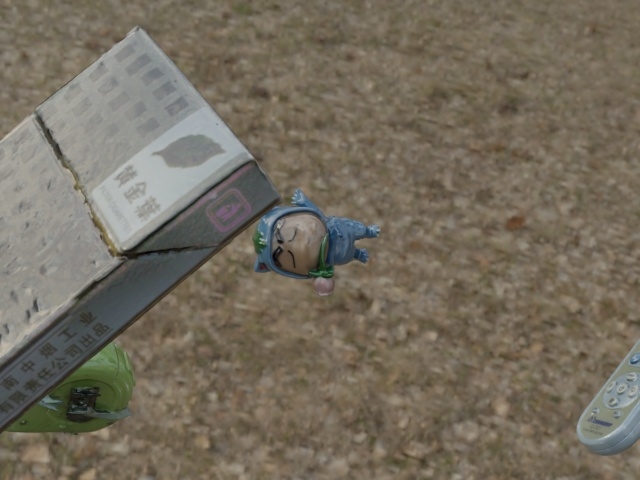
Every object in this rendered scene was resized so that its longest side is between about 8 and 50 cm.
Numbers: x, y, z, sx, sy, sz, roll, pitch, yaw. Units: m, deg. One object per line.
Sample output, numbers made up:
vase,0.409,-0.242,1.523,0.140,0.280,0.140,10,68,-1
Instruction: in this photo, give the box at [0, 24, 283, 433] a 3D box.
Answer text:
box,-0.189,0.024,0.610,0.047,0.325,0.180,50,0,-43

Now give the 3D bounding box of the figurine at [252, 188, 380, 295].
figurine,0.001,0.005,1.442,0.178,0.114,0.144,2,22,-28

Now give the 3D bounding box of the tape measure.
tape measure,-0.324,0.192,1.406,0.178,0.154,0.087,6,37,-30

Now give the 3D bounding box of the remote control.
remote control,0.407,0.168,1.318,0.047,0.244,0.087,46,-16,-14
